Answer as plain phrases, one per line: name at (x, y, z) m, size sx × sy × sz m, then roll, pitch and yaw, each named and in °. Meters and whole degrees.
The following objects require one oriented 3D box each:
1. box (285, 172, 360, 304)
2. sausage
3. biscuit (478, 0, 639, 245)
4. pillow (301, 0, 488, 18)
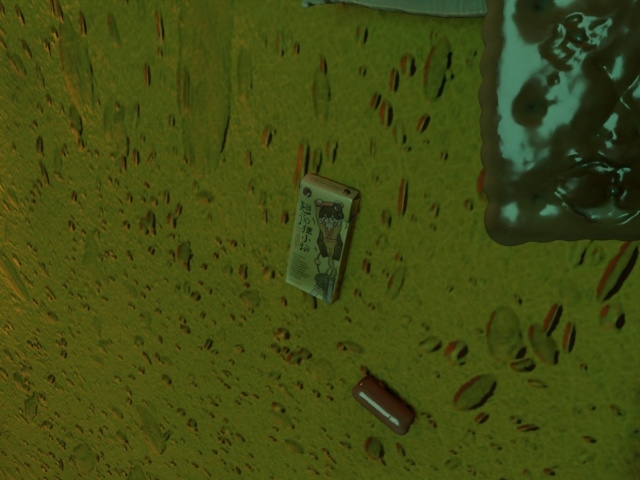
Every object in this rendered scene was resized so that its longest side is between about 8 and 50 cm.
box at (0.000, 0.000, 0.605) m, size 0.073 × 0.020 × 0.149 m, roll 23°, pitch 119°, yaw 25°
sausage at (0.077, 0.204, 0.623) m, size 0.083 × 0.034 × 0.034 m, roll 37°, pitch 124°, yaw 17°
biscuit at (0.270, -0.098, 0.321) m, size 0.324 × 0.044 × 0.217 m, roll 0°, pitch 110°, yaw 17°
pillow at (0.103, -0.255, 0.401) m, size 0.253 × 0.078 × 0.144 m, roll 17°, pitch 114°, yaw 25°
